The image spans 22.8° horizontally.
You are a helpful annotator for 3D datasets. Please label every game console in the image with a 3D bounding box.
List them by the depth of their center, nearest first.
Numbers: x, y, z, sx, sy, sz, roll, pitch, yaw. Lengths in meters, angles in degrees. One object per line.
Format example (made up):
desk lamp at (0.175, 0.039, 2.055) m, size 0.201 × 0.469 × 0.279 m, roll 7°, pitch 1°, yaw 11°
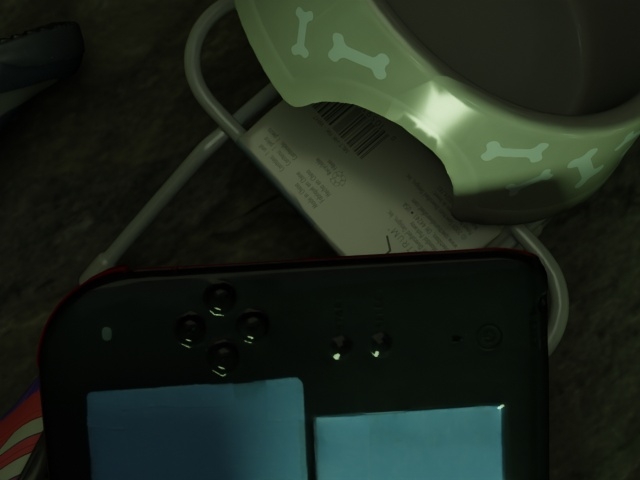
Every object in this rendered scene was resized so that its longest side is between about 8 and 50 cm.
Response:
game console at (-0.011, 0.198, 1.091) m, size 0.342 × 0.060 × 0.386 m, roll -2°, pitch 104°, yaw 1°

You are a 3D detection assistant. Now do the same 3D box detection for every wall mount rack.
wall mount rack at (0.000, 0.000, 1.168) m, size 0.304 × 0.130 × 0.350 m, roll -41°, pitch 82°, yaw -10°

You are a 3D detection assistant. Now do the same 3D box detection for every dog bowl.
dog bowl at (0.111, -0.187, 1.120) m, size 0.349 × 0.102 × 0.348 m, roll 14°, pitch 59°, yaw -25°

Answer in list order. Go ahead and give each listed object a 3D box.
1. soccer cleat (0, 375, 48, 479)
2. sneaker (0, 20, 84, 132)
soccer cleat at (-0.267, 0.213, 1.139) m, size 0.116 × 0.108 × 0.318 m, roll 27°, pitch 84°, yaw 8°
sneaker at (-0.305, -0.053, 1.197) m, size 0.319 × 0.112 × 0.131 m, roll -28°, pitch 98°, yaw -2°
